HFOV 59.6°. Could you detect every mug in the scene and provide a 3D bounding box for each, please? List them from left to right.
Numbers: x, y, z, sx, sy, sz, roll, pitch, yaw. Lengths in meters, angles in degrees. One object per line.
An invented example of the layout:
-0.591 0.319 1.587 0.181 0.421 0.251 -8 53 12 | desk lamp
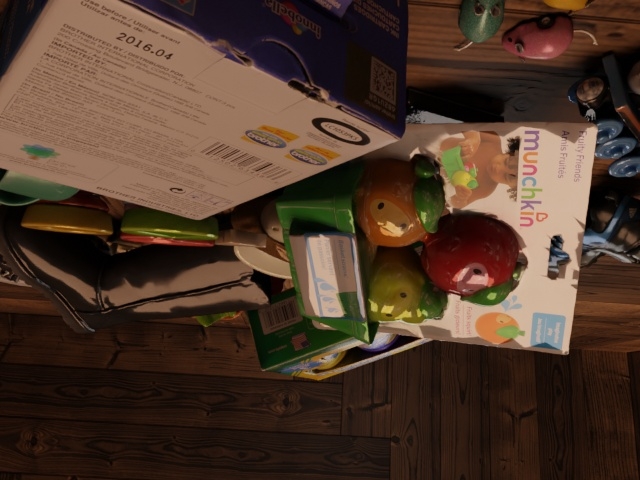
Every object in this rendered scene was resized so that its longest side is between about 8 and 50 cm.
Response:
-0.344 -0.113 0.701 0.098 0.129 0.158 15 164 -41 | mug

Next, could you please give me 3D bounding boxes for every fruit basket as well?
0.128 0.013 0.687 0.353 0.165 0.326 8 127 24 | fruit basket

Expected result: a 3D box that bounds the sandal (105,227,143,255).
-0.463 0.034 1.320 0.088 0.079 0.240 11 162 -23 | sandal

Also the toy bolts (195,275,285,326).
-0.191 0.068 1.327 0.229 0.218 0.158 -18 -172 12 | toy bolts

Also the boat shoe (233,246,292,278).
-0.001 0.003 1.067 0.320 0.099 0.116 1 137 1 | boat shoe

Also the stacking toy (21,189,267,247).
-0.248 -0.066 0.861 0.280 0.130 0.309 1 176 23 | stacking toy

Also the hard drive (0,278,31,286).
-0.885 0.075 1.580 0.339 0.064 0.237 14 160 -30 | hard drive

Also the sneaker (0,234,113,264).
-0.610 0.015 1.302 0.276 0.106 0.110 8 -178 5 | sneaker

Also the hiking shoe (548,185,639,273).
0.435 -0.027 0.940 0.132 0.113 0.304 37 165 -6 | hiking shoe

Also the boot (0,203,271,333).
-0.352 0.029 1.125 0.446 0.146 0.366 -8 137 12 | boot

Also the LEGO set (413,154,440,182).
0.109 -0.044 0.882 0.132 0.106 0.287 11 162 -24 | LEGO set

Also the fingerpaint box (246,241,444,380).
0.112 0.180 1.310 0.445 0.163 0.371 -22 158 11 | fingerpaint box

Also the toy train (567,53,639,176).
0.340 -0.133 0.595 0.105 0.080 0.184 -22 149 37 | toy train

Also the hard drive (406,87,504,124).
0.142 -0.142 0.690 0.135 0.022 0.094 10 163 -22 | hard drive

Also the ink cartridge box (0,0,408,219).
-0.112 -0.151 0.482 0.270 0.151 0.396 16 161 -39 | ink cartridge box

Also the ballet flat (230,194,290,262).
0.000 0.000 0.926 0.343 0.116 0.124 31 160 11 | ballet flat

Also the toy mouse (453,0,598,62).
0.176 -0.190 0.499 0.161 0.031 0.143 16 160 -37 | toy mouse

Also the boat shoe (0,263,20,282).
-0.772 0.055 1.412 0.302 0.102 0.108 11 162 -26 | boat shoe
